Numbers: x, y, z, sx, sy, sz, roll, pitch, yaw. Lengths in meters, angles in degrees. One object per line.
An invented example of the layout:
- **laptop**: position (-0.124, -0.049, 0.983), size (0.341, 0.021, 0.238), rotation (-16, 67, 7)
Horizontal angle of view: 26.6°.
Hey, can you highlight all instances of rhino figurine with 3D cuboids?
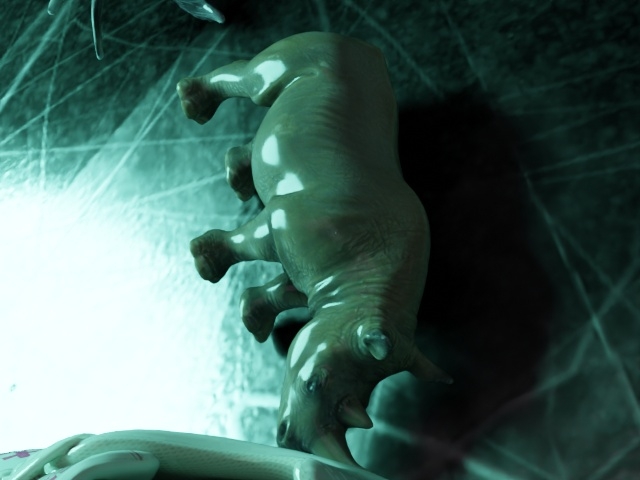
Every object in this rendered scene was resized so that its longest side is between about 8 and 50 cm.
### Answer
- **rhino figurine**: position (0.000, 0.000, 0.619), size (0.106, 0.073, 0.243), rotation (-26, 51, 20)

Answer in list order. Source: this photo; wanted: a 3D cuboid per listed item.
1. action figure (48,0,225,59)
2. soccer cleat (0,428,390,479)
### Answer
- **action figure**: position (-0.067, -0.239, 0.778), size (0.275, 0.141, 0.164), rotation (-46, 59, -4)
- **soccer cleat**: position (-0.103, 0.122, 0.554), size (0.331, 0.143, 0.116), rotation (-7, 57, 29)
